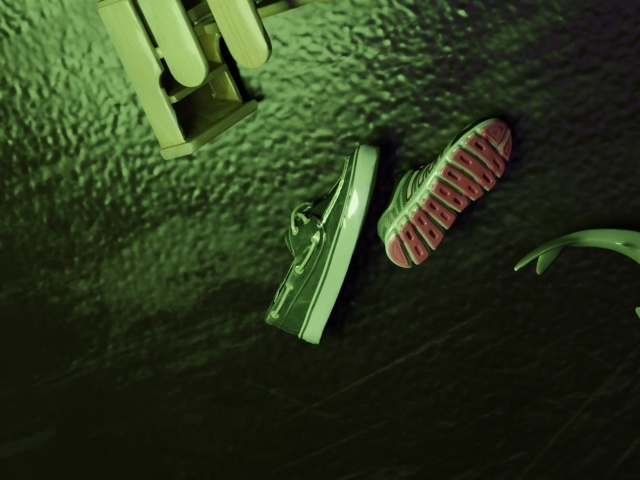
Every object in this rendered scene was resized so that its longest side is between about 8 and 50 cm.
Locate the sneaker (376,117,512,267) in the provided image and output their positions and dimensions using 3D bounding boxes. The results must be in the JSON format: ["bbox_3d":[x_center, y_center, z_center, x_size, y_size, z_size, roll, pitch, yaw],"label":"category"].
[{"bbox_3d":[0.112,-0.056,1.871,0.063,0.075,0.170,38,92,-32],"label":"sneaker"}]

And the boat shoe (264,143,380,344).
[{"bbox_3d":[0.000,0.000,1.903,0.070,0.078,0.219,20,114,1],"label":"boat shoe"}]

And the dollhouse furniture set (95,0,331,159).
[{"bbox_3d":[-0.063,-0.188,1.778,0.242,0.212,0.161,-12,108,42],"label":"dollhouse furniture set"}]

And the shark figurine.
[{"bbox_3d":[0.334,0.054,1.847,0.278,0.116,0.166,38,111,-7],"label":"shark figurine"}]
